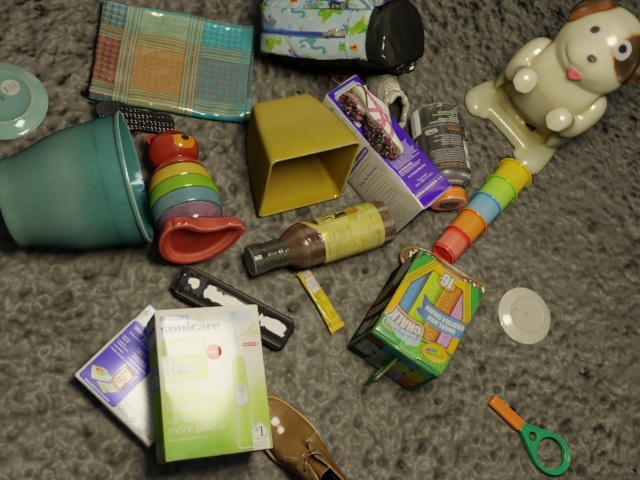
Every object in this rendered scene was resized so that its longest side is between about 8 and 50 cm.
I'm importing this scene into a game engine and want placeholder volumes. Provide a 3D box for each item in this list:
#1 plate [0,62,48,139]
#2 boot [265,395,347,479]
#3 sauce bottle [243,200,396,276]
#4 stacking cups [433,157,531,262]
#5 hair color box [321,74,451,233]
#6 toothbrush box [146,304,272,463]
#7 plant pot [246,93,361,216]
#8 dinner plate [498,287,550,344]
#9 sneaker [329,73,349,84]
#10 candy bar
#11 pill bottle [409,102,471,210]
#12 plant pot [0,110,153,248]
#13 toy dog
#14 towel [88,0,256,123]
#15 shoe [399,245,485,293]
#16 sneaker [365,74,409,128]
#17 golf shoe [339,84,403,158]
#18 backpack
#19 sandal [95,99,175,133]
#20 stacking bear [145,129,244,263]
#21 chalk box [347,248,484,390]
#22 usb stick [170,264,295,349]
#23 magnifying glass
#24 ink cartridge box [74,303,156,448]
[{"bbox_3d":[-0.689,-0.307,1.694,0.188,0.024,0.188,5,69,-14],"label":"plate"},{"bbox_3d":[-0.024,0.435,1.581,0.112,0.115,0.305,-37,83,-22],"label":"boot"},{"bbox_3d":[0.000,0.000,1.747,0.345,0.111,0.111,-17,76,-23],"label":"sauce bottle"},{"bbox_3d":[0.396,-0.066,1.906,0.096,0.096,0.316,42,66,1],"label":"stacking cups"},{"bbox_3d":[0.128,-0.194,1.817,0.110,0.185,0.339,-40,86,-25],"label":"hair color box"},{"bbox_3d":[-0.220,0.279,1.528,0.206,0.122,0.283,-1,72,-21],"label":"toothbrush box"},{"bbox_3d":[-0.062,-0.206,1.763,0.212,0.212,0.187,-15,63,-21],"label":"plant pot"},{"bbox_3d":[0.496,0.180,1.888,0.141,0.017,0.141,6,68,-14],"label":"dinner plate"},{"bbox_3d":[0.075,-0.426,1.963,0.119,0.042,0.067,-6,69,-11],"label":"sneaker"},{"bbox_3d":[-0.002,0.131,1.750,0.040,0.018,0.161,-28,80,-27],"label":"candy bar"},{"bbox_3d":[0.294,-0.199,1.900,0.131,0.130,0.245,1,70,-17],"label":"pill bottle"},{"bbox_3d":[-0.492,-0.098,1.560,0.255,0.271,0.271,-14,75,-7],"label":"plant pot"},{"bbox_3d":[0.626,-0.398,1.922,0.396,0.408,0.284,-28,81,-24],"label":"toy dog"},{"bbox_3d":[-0.337,-0.419,1.836,0.370,0.040,0.271,7,68,-14],"label":"towel"},{"bbox_3d":[0.281,0.083,1.840,0.219,0.058,0.076,30,85,-1],"label":"shoe"},{"bbox_3d":[0.177,-0.353,1.927,0.090,0.115,0.232,-3,72,-18],"label":"sneaker"},{"bbox_3d":[0.128,-0.263,1.702,0.086,0.067,0.186,-33,83,-26],"label":"golf shoe"},{"bbox_3d":[0.029,-0.495,1.823,0.290,0.356,0.273,-36,118,-59],"label":"backpack"},{"bbox_3d":[-0.418,-0.268,1.760,0.179,0.040,0.067,9,73,-30],"label":"sandal"},{"bbox_3d":[-0.295,-0.111,1.674,0.176,0.164,0.288,-1,59,-32],"label":"stacking bear"},{"bbox_3d":[0.191,0.201,1.697,0.179,0.180,0.289,34,66,-3],"label":"chalk box"},{"bbox_3d":[-0.184,0.144,1.675,0.278,0.045,0.077,29,72,-6],"label":"usb stick"},{"bbox_3d":[0.474,0.441,1.784,0.231,0.026,0.092,44,65,0],"label":"magnifying glass"},{"bbox_3d":[-0.346,0.271,1.577,0.206,0.045,0.208,44,65,0],"label":"ink cartridge box"}]
